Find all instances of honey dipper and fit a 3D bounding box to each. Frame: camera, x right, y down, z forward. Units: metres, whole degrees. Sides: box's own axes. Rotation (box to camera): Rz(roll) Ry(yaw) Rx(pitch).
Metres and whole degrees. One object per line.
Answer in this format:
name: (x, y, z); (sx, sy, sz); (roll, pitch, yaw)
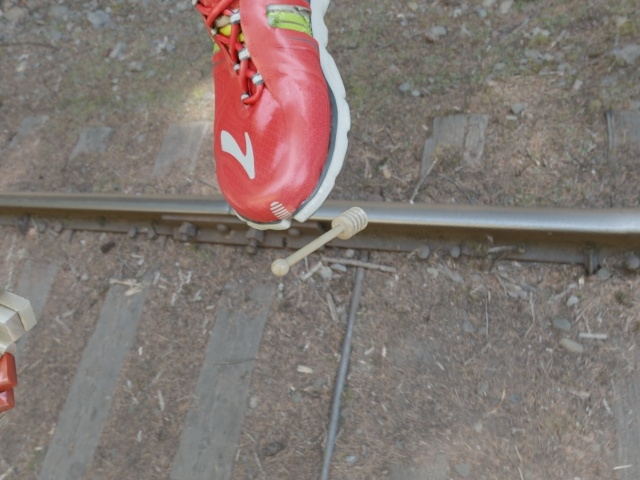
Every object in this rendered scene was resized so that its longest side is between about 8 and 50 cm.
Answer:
honey dipper: (0.000, 0.000, 0.593); (0.030, 0.031, 0.160); (20, 31, 29)

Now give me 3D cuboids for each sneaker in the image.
sneaker: (-0.052, -0.143, 0.369); (0.107, 0.118, 0.279); (-13, 69, 25)

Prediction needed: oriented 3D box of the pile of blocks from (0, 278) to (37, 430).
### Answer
pile of blocks: (-0.454, 0.212, 0.666); (0.112, 0.149, 0.363); (18, 96, 15)
